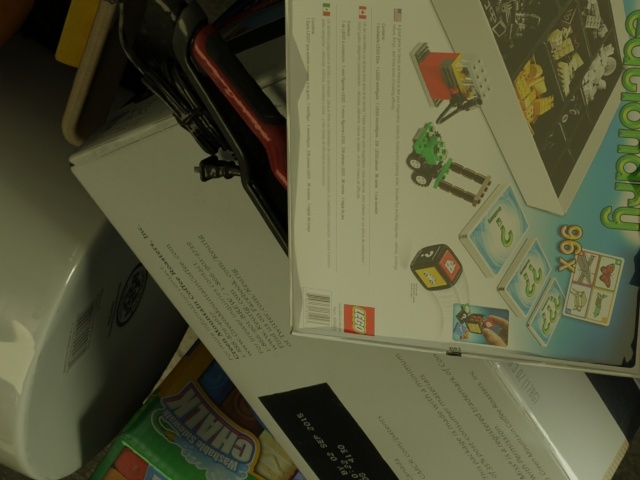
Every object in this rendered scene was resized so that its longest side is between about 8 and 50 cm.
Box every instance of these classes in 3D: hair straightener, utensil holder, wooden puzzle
[{"bbox_3d":[-0.054,-0.052,0.963,0.230,0.047,0.089,48,138,-15],"label":"hair straightener"},{"bbox_3d":[-0.309,-0.027,1.367,0.385,0.327,0.327,25,140,14],"label":"utensil holder"},{"bbox_3d":[-0.124,-0.210,1.103,0.044,0.221,0.238,16,143,-5],"label":"wooden puzzle"}]

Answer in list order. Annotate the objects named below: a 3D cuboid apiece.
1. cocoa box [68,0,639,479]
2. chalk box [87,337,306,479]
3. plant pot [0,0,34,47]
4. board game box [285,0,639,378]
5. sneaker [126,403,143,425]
[{"bbox_3d":[0.056,-0.006,1.142,0.231,0.228,0.347,-17,115,45],"label":"cocoa box"},{"bbox_3d":[-0.079,0.194,1.409,0.179,0.289,0.180,39,143,1],"label":"chalk box"},{"bbox_3d":[-0.282,-0.274,1.183,0.291,0.203,0.291,22,139,21],"label":"plant pot"},{"bbox_3d":[0.079,-0.086,0.851,0.193,0.053,0.305,7,114,15],"label":"board game box"},{"bbox_3d":[-0.233,0.106,1.635,0.078,0.067,0.188,-10,118,52],"label":"sneaker"}]
